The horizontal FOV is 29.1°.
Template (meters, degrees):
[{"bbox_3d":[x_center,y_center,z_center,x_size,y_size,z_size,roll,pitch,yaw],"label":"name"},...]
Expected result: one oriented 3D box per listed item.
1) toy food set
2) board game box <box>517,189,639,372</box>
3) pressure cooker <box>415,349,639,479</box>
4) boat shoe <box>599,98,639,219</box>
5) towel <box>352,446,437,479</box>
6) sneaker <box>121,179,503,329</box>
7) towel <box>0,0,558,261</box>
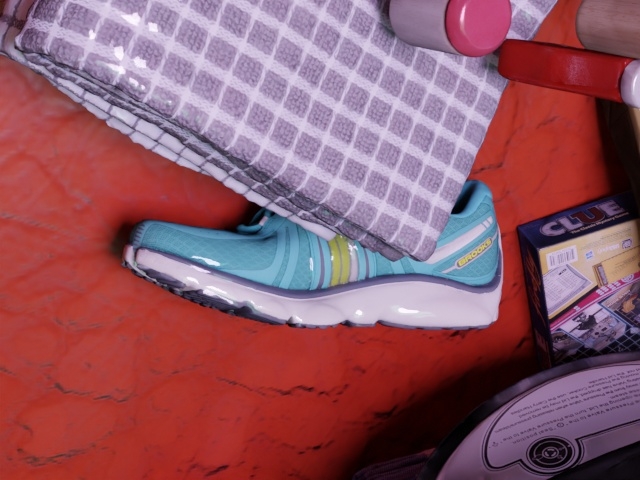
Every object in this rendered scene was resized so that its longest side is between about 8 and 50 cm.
[{"bbox_3d":[0.136,-0.130,0.628,0.232,0.104,0.111,4,102,-34],"label":"toy food set"},{"bbox_3d":[0.281,0.031,0.947,0.243,0.042,0.165,-17,119,-6],"label":"board game box"},{"bbox_3d":[0.231,0.272,0.771,0.370,0.375,0.420,-49,142,-39],"label":"pressure cooker"},{"bbox_3d":[0.256,-0.037,0.849,0.073,0.080,0.224,-17,84,-1],"label":"boat shoe"},{"bbox_3d":[0.171,0.209,0.978,0.285,0.034,0.209,-19,130,-4],"label":"towel"},{"bbox_3d":[0.000,0.000,0.812,0.275,0.107,0.110,1,94,-30],"label":"sneaker"},{"bbox_3d":[-0.002,-0.138,0.674,0.283,0.121,0.235,27,82,-31],"label":"towel"}]
